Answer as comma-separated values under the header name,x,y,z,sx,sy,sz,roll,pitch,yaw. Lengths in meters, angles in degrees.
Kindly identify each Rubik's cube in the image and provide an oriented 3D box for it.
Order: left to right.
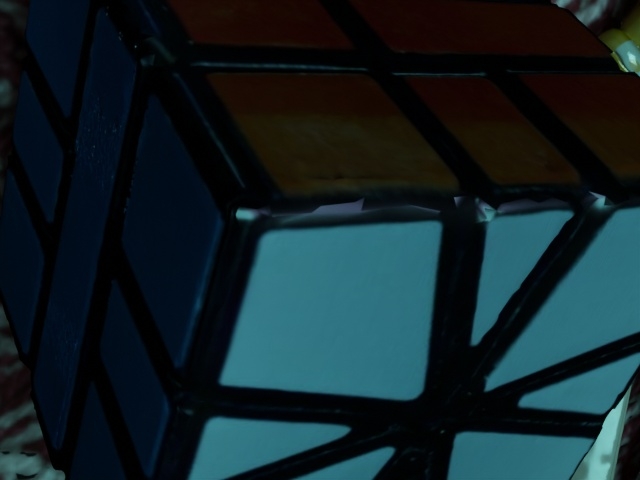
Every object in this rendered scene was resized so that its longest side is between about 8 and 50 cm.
name,x,y,z,sx,sy,sz,roll,pitch,yaw
Rubik's cube,0.000,0.000,0.608,0.293,0.283,0.288,-4,131,-27

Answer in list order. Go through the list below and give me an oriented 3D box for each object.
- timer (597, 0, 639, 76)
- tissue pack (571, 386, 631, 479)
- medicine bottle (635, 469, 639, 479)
name,x,y,z,sx,sy,sz,roll,pitch,yaw
timer,0.280,-0.176,0.902,0.152,0.132,0.132,-39,120,8
tissue pack,0.143,0.166,0.863,0.170,0.071,0.325,10,96,9
medicine bottle,0.358,0.231,1.006,0.139,0.139,0.237,30,83,-32
